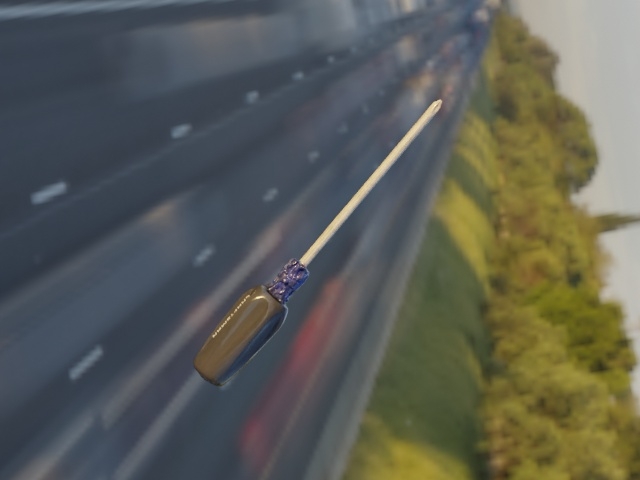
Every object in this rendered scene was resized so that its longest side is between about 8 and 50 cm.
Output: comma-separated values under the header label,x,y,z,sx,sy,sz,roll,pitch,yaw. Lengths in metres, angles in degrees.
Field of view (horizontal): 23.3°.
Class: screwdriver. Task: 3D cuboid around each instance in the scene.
label,x,y,z,sx,sy,sz,roll,pitch,yaw
screwdriver,0.000,0.000,0.718,0.024,0.170,0.025,41,7,10
